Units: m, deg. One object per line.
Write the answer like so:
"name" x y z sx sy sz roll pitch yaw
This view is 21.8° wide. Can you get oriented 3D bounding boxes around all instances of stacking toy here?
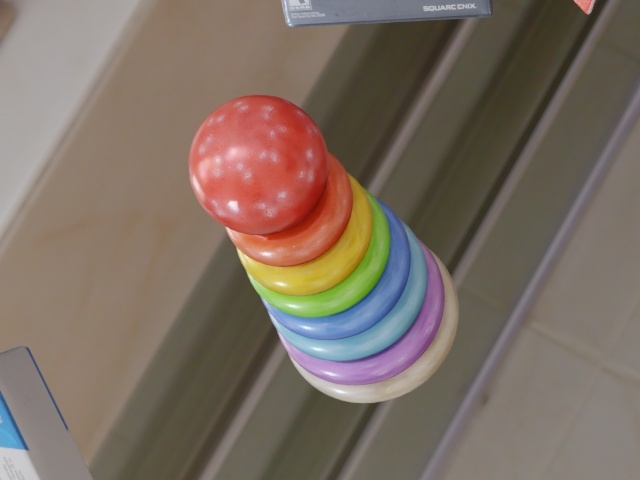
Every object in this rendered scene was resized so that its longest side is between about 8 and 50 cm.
"stacking toy" 0.000 0.000 1.159 0.141 0.141 0.330 27 166 25

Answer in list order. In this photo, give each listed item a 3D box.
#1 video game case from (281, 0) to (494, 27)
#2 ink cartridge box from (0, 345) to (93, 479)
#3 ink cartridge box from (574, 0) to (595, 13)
"video game case" 0.040 -0.311 1.460 0.196 0.026 0.274 -1 131 15
"ink cartridge box" -0.297 0.193 1.306 0.148 0.203 0.086 64 -164 0
"ink cartridge box" 0.128 -0.327 1.155 0.275 0.060 0.239 54 143 34
